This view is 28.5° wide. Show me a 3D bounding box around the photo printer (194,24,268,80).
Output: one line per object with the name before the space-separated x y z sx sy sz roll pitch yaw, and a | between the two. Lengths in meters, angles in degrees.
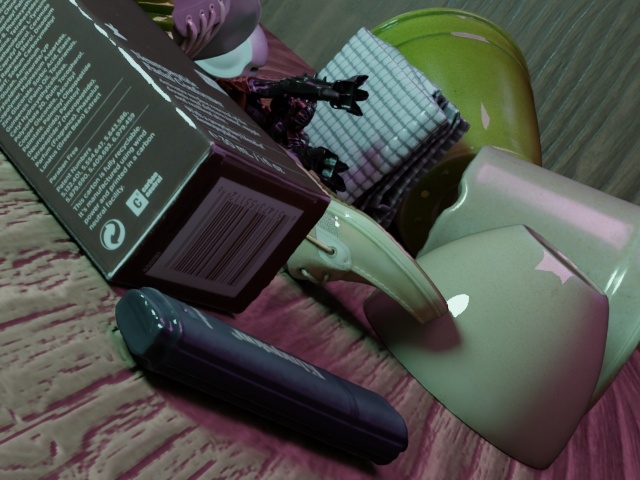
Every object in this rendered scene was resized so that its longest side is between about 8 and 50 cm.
photo printer | -0.217 -0.379 2.076 0.307 0.107 0.256 39 11 -7

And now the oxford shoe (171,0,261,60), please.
oxford shoe | -0.196 -0.278 1.603 0.130 0.169 0.449 41 17 18

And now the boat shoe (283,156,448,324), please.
boat shoe | 0.000 0.000 1.340 0.302 0.098 0.109 39 -3 3

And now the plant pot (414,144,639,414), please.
plant pot | 0.305 0.033 1.773 0.305 0.334 0.334 30 10 6

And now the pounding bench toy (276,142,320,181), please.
pounding bench toy | -0.049 -0.071 1.525 0.083 0.065 0.052 33 13 -29

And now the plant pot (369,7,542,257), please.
plant pot | 0.215 -0.139 2.079 0.366 0.366 0.353 34 24 -29

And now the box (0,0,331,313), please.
box | -0.184 -0.119 1.075 0.381 0.143 0.191 44 12 28

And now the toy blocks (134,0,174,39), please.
toy blocks | -0.204 -0.412 1.302 0.191 0.261 0.381 2 50 -28

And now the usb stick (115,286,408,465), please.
usb stick | -0.035 0.104 0.928 0.278 0.045 0.077 30 16 -43

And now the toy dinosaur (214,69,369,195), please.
toy dinosaur | -0.069 -0.147 1.638 0.218 0.164 0.322 13 17 18

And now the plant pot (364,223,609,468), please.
plant pot | 0.219 0.094 1.448 0.284 0.191 0.284 39 11 -9

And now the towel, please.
towel | 0.070 -0.155 1.836 0.121 0.235 0.284 40 9 -38
